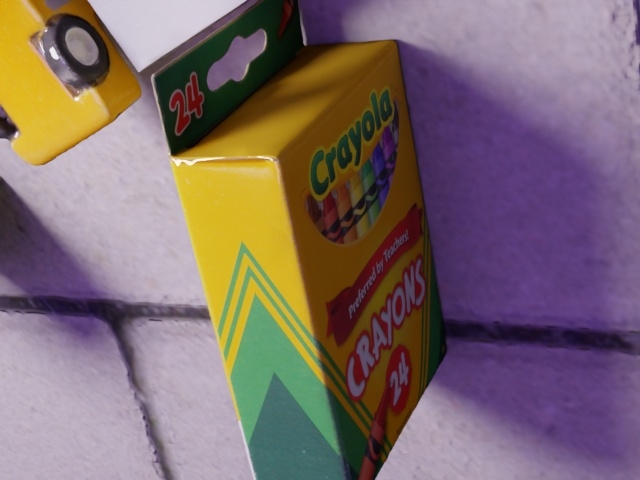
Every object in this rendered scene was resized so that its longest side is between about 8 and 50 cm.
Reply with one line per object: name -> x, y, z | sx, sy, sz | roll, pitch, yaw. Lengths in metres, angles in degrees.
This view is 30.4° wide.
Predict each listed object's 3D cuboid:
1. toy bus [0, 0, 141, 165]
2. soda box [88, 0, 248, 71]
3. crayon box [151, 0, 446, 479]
toy bus -> -0.249, -0.223, 0.835 | 0.108, 0.130, 0.332 | -25, 108, 36
soda box -> -0.032, -0.221, 0.752 | 0.286, 0.091, 0.098 | -25, 105, 36
crayon box -> 0.000, 0.000, 0.802 | 0.081, 0.202, 0.318 | 2, 120, 26
